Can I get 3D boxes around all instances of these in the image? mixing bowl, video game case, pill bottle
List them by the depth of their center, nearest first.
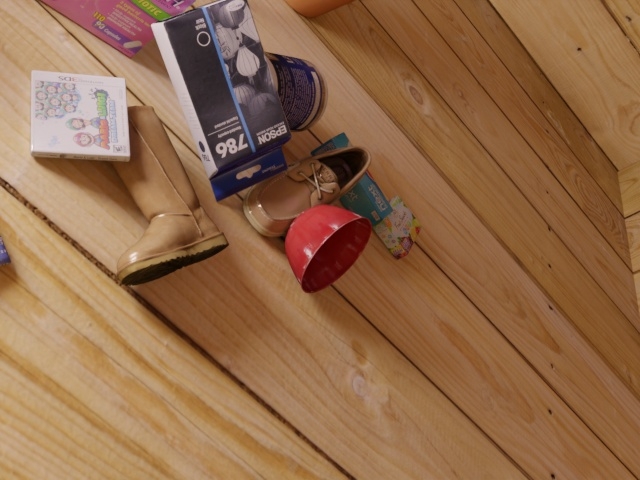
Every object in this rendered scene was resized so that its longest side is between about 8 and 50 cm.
[{"bbox_3d":[-0.367,-0.191,1.273,0.143,0.019,0.157,1,59,-21],"label":"video game case"},{"bbox_3d":[0.000,0.000,1.571,0.098,0.181,0.181,43,25,24],"label":"mixing bowl"},{"bbox_3d":[-0.115,-0.294,1.640,0.264,0.153,0.153,-7,70,-56],"label":"pill bottle"}]

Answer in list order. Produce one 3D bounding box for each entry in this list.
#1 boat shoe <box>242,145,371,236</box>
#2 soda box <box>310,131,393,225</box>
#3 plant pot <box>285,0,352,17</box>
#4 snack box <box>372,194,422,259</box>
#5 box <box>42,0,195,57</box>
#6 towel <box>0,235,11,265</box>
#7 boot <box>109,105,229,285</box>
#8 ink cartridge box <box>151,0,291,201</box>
[{"bbox_3d":[-0.021,-0.113,1.634,0.122,0.110,0.341,54,41,0],"label":"boat shoe"},{"bbox_3d":[0.070,-0.130,1.843,0.210,0.067,0.071,58,32,-4],"label":"soda box"},{"bbox_3d":[0.002,-0.695,2.081,0.291,0.203,0.291,34,39,-34],"label":"plant pot"},{"bbox_3d":[0.179,-0.032,1.940,0.100,0.037,0.141,51,33,-11],"label":"snack box"},{"bbox_3d":[-0.327,-0.463,1.401,0.213,0.243,0.117,30,42,-39],"label":"box"},{"bbox_3d":[-0.544,-0.088,1.001,0.336,0.040,0.243,62,30,0],"label":"towel"},{"bbox_3d":[-0.285,-0.075,1.302,0.269,0.089,0.236,59,29,6],"label":"boot"},{"bbox_3d":[-0.157,-0.244,1.455,0.165,0.065,0.333,-29,113,-25],"label":"ink cartridge box"}]
